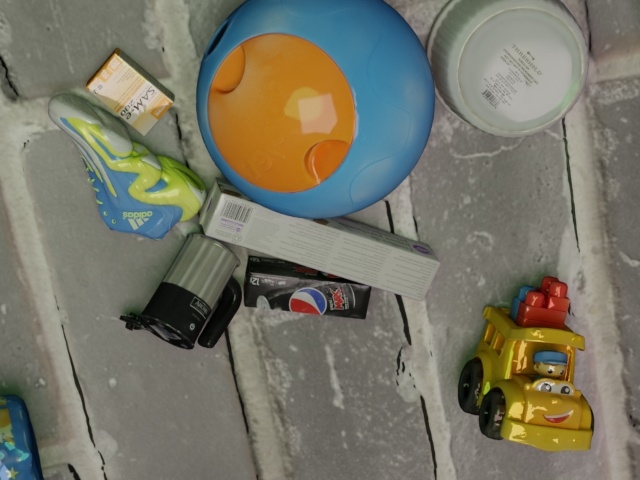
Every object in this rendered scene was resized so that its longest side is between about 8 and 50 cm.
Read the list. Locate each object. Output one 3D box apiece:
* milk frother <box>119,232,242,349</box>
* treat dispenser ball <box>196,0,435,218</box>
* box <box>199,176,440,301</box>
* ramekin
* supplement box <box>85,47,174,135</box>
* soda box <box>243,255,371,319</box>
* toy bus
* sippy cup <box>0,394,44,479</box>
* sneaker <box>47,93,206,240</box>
[{"bbox_3d":[-0.192,0.069,1.797,0.143,0.129,0.134,19,67,26],"label":"milk frother"},{"bbox_3d":[-0.006,-0.170,1.618,0.288,0.288,0.288,-2,110,-4],"label":"treat dispenser ball"},{"bbox_3d":[0.000,0.000,1.775,0.324,0.063,0.067,17,109,-20],"label":"box"},{"bbox_3d":[0.245,-0.228,1.714,0.207,0.109,0.207,-2,110,-5],"label":"ramekin"},{"bbox_3d":[-0.244,-0.191,1.723,0.098,0.036,0.062,39,103,-17],"label":"supplement box"},{"bbox_3d":[-0.019,0.065,1.822,0.169,0.060,0.053,6,112,-7],"label":"soda box"},{"bbox_3d":[0.293,0.160,1.808,0.150,0.220,0.211,11,102,-13],"label":"toy bus"},{"bbox_3d":[-0.491,0.310,1.796,0.224,0.240,0.305,-14,156,-11],"label":"sippy cup"},{"bbox_3d":[-0.270,-0.081,1.732,0.240,0.091,0.126,35,104,-17],"label":"sneaker"}]
